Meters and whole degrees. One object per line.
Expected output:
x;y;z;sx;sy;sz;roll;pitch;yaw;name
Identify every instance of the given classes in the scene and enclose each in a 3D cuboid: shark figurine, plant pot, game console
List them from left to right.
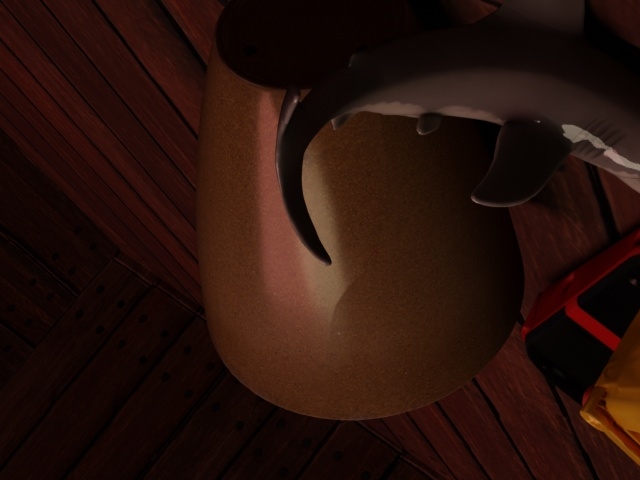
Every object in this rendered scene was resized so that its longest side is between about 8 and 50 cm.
0.014;-0.049;0.841;0.237;0.237;0.254;32;152;31;plant pot
0.080;-0.090;0.629;0.166;0.278;0.116;65;144;36;shark figurine
0.341;0.144;0.937;0.386;0.060;0.342;37;163;3;game console

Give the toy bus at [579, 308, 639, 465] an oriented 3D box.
0.260;0.115;0.735;0.220;0.149;0.211;40;159;-14;toy bus
